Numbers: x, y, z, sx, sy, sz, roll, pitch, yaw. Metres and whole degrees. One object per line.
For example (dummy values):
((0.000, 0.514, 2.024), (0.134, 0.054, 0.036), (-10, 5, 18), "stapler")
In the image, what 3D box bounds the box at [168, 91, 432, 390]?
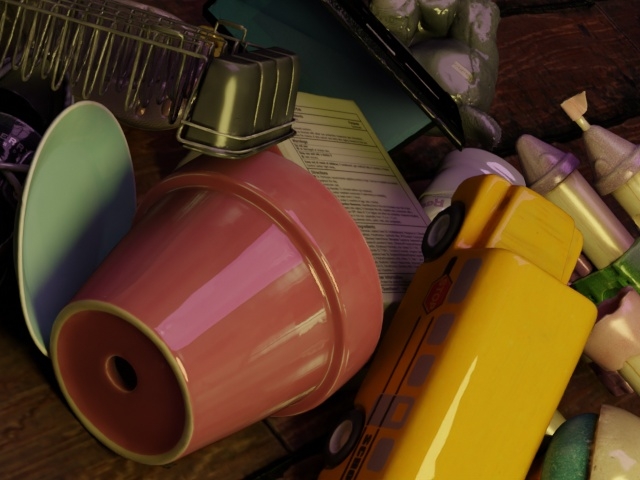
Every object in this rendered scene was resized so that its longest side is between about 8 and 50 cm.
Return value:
((0.000, 0.000, 1.384), (0.149, 0.127, 0.232), (2, 49, -49), "box")

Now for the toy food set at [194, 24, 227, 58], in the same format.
((-0.105, -0.171, 1.582), (0.082, 0.020, 0.083), (48, 29, 7), "toy food set")

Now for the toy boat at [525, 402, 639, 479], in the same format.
((0.169, 0.271, 1.189), (0.148, 0.267, 0.318), (9, 46, 11), "toy boat")

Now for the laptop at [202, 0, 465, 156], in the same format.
((0.002, -0.152, 1.480), (0.234, 0.136, 0.264), (45, 13, -10), "laptop")

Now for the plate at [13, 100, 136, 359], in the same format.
((-0.179, -0.007, 1.169), (0.024, 0.188, 0.188), (7, 24, 17), "plate")

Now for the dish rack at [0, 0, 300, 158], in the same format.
((-0.153, -0.140, 1.189), (0.271, 0.074, 0.208), (18, 11, 8), "dish rack")

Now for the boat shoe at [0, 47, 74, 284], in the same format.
((-0.240, -0.044, 1.170), (0.108, 0.102, 0.301), (36, 30, -13), "boat shoe")

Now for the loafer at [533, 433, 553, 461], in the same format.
((0.196, 0.221, 1.382), (0.251, 0.087, 0.094), (21, 37, -35), "loafer")

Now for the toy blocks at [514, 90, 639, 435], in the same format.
((0.257, 0.001, 1.445), (0.309, 0.288, 0.260), (-42, 92, -25), "toy blocks")

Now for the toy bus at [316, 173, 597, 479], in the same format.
((0.101, 0.114, 1.211), (0.108, 0.130, 0.332), (32, 75, -20), "toy bus")

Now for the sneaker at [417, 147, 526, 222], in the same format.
((0.214, 0.047, 1.633), (0.305, 0.114, 0.152), (38, 41, 1), "sneaker")

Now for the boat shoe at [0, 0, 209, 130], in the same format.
((-0.244, -0.180, 1.352), (0.324, 0.123, 0.116), (29, -2, -9), "boat shoe")

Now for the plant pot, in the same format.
((-0.085, 0.059, 1.162), (0.201, 0.201, 0.180), (47, 45, 5), "plant pot")

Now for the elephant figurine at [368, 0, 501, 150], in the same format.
((0.096, -0.156, 1.671), (0.169, 0.239, 0.186), (19, 68, -2), "elephant figurine")
